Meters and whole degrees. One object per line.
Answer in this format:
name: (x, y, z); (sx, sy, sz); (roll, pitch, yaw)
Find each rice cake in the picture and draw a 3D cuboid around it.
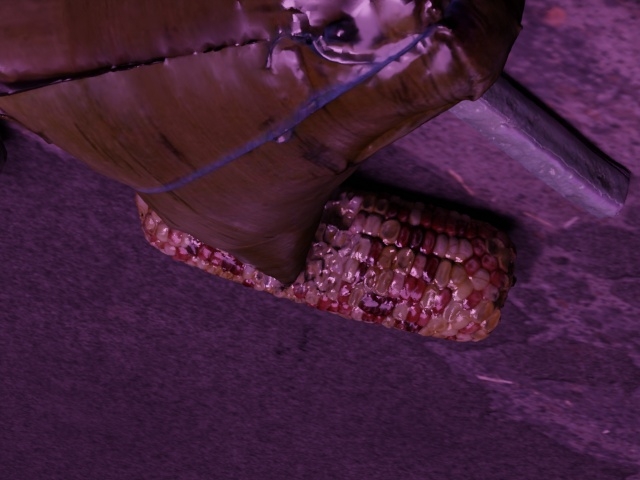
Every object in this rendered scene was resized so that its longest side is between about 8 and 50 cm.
rice cake: (0.131, -0.072, 1.143); (0.207, 0.033, 0.033); (33, 147, -33)

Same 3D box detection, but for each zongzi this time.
zongzi: (0.010, -0.071, 1.053); (0.323, 0.160, 0.360); (-3, 146, 32)

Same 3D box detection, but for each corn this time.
corn: (0.000, 0.000, 1.288); (0.289, 0.098, 0.098); (16, 154, -1)

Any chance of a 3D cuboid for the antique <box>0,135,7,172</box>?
antique: (-0.333, -0.069, 1.329); (0.183, 0.086, 0.088); (11, 155, 7)
